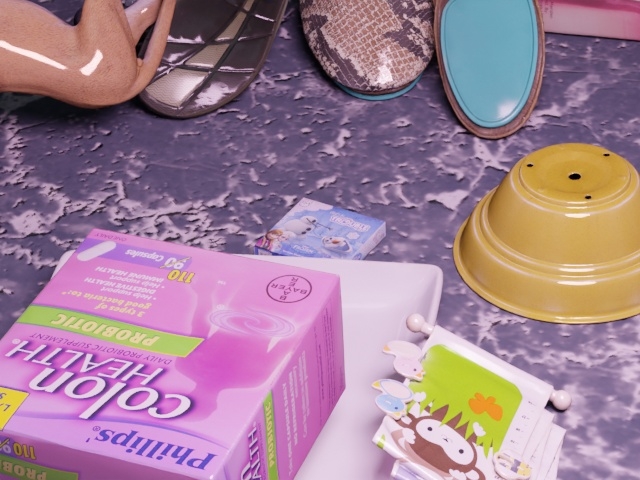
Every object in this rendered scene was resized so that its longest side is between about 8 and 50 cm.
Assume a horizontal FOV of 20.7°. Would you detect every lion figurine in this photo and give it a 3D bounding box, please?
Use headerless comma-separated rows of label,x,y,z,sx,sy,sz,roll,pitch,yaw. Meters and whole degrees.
lion figurine,-0.301,-0.192,1.732,0.392,0.142,0.240,-2,70,-5

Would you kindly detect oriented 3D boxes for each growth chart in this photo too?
growth chart,0.116,0.156,1.342,0.172,0.021,0.237,23,36,-5

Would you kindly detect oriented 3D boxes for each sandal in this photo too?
sandal,-0.098,-0.239,1.894,0.120,0.086,0.303,30,58,0

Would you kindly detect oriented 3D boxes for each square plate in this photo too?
square plate,-0.085,0.128,1.420,0.344,0.049,0.347,2,36,9

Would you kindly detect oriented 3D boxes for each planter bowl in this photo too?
planter bowl,0.228,-0.026,1.575,0.217,0.090,0.217,-2,35,1

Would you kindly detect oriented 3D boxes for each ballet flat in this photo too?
ballet flat,0.061,-0.352,1.969,0.164,0.182,0.483,2,36,5
ballet flat,0.165,-0.256,1.842,0.116,0.124,0.342,-14,74,5

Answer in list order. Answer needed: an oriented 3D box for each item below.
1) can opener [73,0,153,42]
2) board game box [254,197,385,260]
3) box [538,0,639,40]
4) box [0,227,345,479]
can opener,-0.183,-0.244,1.943,0.186,0.059,0.073,-5,35,-1
board game box,0.000,0.000,1.617,0.090,0.020,0.090,16,39,26
box,0.323,-0.311,1.935,0.232,0.127,0.149,8,37,15
box,-0.123,0.118,1.294,0.213,0.117,0.243,11,38,19
